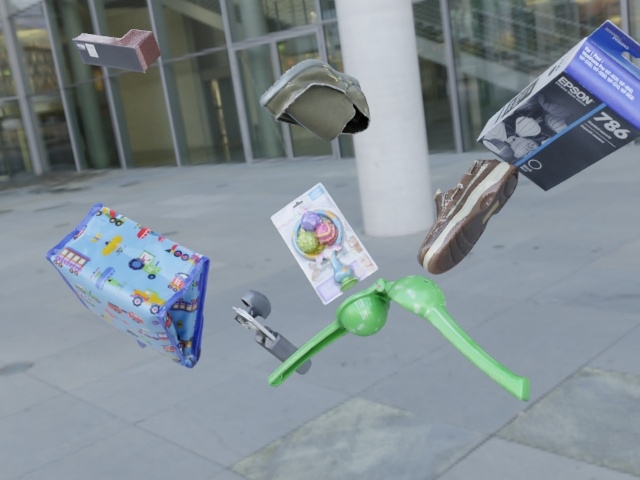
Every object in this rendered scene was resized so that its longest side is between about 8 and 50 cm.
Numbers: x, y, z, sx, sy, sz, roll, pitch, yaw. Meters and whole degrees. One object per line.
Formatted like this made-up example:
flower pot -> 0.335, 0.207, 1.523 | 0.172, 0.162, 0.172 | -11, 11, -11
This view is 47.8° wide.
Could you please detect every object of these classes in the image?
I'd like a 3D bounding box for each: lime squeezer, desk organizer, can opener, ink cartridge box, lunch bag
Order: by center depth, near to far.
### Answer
lime squeezer -> 0.064, 0.091, 0.699 | 0.310, 0.109, 0.059 | -9, -6, 44
desk organizer -> -0.325, -0.308, 1.154 | 0.130, 0.047, 0.050 | 14, 51, 25
ink cartridge box -> 0.409, -0.201, 1.172 | 0.065, 0.165, 0.332 | -56, 4, -25
lunch bag -> -0.314, 0.112, 1.241 | 0.221, 0.293, 0.138 | 26, 54, 13
can opener -> -0.101, 0.213, 1.683 | 0.076, 0.283, 0.095 | 23, 73, 44

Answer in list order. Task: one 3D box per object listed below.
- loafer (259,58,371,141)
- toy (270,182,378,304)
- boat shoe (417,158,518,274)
loafer -> 0.009, -0.195, 1.041 | 0.094, 0.087, 0.251 | -40, -13, 29
toy -> 0.000, 0.000, 1.518 | 0.137, 0.237, 0.056 | -35, -18, 5
boat shoe -> 0.231, -0.046, 1.223 | 0.095, 0.095, 0.257 | 28, 57, 32
